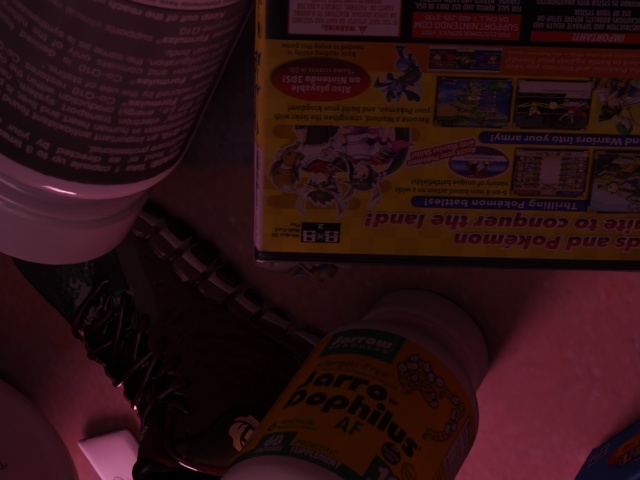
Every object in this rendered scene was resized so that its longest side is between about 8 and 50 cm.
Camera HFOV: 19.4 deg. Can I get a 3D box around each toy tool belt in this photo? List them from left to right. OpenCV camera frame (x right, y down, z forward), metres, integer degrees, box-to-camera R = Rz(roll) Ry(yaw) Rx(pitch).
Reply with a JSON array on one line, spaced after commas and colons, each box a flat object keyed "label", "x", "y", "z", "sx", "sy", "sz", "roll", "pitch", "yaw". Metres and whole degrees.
[{"label": "toy tool belt", "x": 0.000, "y": 0.000, "z": 1.173, "sx": 0.083, "sy": 0.052, "sz": 0.051, "roll": -21, "pitch": 141, "yaw": 41}]

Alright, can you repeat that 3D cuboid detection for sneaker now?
[{"label": "sneaker", "x": -0.109, "y": 0.083, "z": 1.207, "sx": 0.281, "sy": 0.162, "sz": 0.106, "roll": 31, "pitch": 131, "yaw": 6}]

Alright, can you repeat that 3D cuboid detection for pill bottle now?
[{"label": "pill bottle", "x": -0.130, "y": -0.127, "z": 1.073, "sx": 0.161, "sy": 0.161, "sz": 0.283, "roll": 33, "pitch": 131, "yaw": 4}, {"label": "pill bottle", "x": 0.027, "y": 0.122, "z": 1.129, "sx": 0.118, "sy": 0.208, "sz": 0.117, "roll": 15, "pitch": 128, "yaw": 20}]

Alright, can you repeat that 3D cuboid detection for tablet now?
[{"label": "tablet", "x": -0.143, "y": 0.178, "z": 1.397, "sx": 0.054, "sy": 0.006, "sz": 0.083, "roll": -17, "pitch": 112, "yaw": 36}]

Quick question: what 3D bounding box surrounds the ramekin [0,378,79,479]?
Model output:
[{"label": "ramekin", "x": -0.292, "y": 0.193, "z": 1.330, "sx": 0.273, "sy": 0.273, "sz": 0.127, "roll": 37, "pitch": 120, "yaw": 1}]

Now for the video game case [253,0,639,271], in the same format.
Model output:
[{"label": "video game case", "x": 0.103, "y": -0.093, "z": 0.986, "sx": 0.275, "sy": 0.035, "sz": 0.248, "roll": 1, "pitch": 125, "yaw": -1}]

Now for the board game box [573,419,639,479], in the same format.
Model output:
[{"label": "board game box", "x": 0.348, "y": 0.184, "z": 1.079, "sx": 0.308, "sy": 0.086, "sz": 0.302, "roll": 44, "pitch": 132, "yaw": -6}]
